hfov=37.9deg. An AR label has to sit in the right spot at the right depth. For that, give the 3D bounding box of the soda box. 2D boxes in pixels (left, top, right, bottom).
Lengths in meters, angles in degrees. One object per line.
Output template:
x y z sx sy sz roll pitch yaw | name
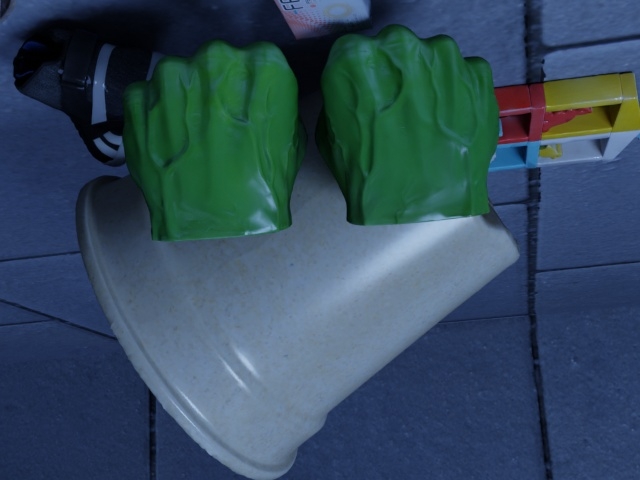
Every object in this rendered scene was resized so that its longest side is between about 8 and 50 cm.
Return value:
-0.011 -0.201 0.620 0.063 0.058 0.183 -6 166 12 | soda box

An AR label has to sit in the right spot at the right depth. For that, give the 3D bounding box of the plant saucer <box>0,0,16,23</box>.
-0.352 -0.177 0.580 0.311 0.050 0.310 -4 175 0 | plant saucer

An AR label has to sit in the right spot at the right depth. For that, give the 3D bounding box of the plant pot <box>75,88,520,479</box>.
0.000 0.000 0.872 0.305 0.334 0.334 -33 158 10 | plant pot

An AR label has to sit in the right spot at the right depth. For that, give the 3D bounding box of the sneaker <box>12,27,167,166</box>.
-0.213 -0.133 0.829 0.121 0.079 0.217 17 163 -18 | sneaker

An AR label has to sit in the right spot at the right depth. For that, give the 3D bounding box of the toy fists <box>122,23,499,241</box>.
-0.006 -0.083 0.696 0.279 0.142 0.096 -4 -171 2 | toy fists

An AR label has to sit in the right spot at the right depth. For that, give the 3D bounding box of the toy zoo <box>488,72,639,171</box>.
0.229 -0.121 1.024 0.293 0.030 0.192 -6 165 9 | toy zoo
